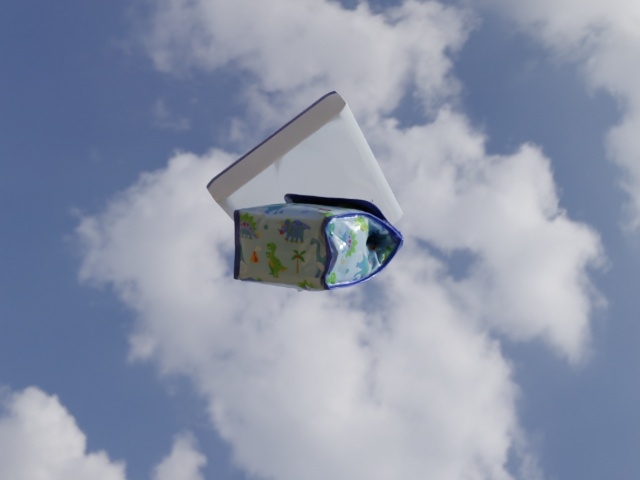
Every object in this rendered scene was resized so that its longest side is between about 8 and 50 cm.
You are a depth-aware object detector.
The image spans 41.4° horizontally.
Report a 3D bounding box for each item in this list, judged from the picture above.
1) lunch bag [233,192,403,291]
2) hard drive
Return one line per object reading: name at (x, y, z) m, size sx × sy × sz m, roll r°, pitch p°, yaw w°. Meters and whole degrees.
lunch bag at (0.000, 0.000, 0.915) m, size 0.129 × 0.151 × 0.096 m, roll 7°, pitch -83°, yaw 35°
hard drive at (-0.008, -0.056, 1.220) m, size 0.210 × 0.319 × 0.040 m, roll -37°, pitch -121°, yaw 0°
